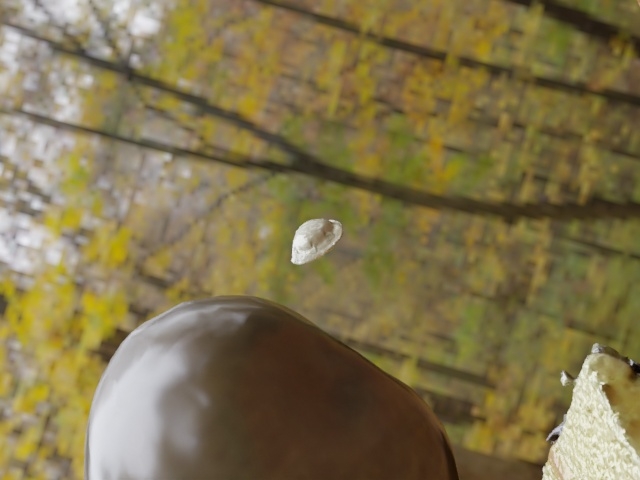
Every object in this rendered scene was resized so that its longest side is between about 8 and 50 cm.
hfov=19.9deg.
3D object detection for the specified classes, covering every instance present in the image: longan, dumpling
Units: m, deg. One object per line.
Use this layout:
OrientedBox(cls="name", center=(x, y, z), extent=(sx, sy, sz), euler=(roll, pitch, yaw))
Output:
OrientedBox(cls="longan", center=(-0.039, 0.151, 1.174), extent=(0.215, 0.246, 0.246), euler=(-121, 42, -72))
OrientedBox(cls="dumpling", center=(0.000, -0.002, 2.174), extent=(0.077, 0.059, 0.043), euler=(-24, -68, -49))

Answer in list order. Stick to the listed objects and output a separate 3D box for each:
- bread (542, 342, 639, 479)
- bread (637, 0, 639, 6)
OrientedBox(cls="bread", center=(0.248, 0.223, 1.417), extent=(0.266, 0.178, 0.142), euler=(98, -172, -50))
OrientedBox(cls="bread", center=(0.406, -0.356, 2.041), extent=(0.288, 0.156, 0.204), euler=(60, -145, -34))
